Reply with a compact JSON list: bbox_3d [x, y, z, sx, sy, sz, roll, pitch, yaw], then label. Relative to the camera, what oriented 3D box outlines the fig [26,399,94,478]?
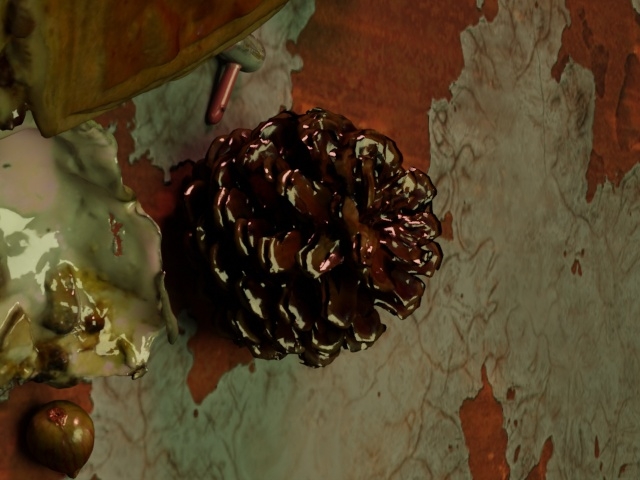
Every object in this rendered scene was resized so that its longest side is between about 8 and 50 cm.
[{"bbox_3d":[-0.187,0.152,1.401,0.083,0.050,0.050,81,29,-53],"label":"fig"}]

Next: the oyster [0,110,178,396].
[{"bbox_3d":[-0.227,-0.023,1.283,0.201,0.107,0.354,-36,135,-13],"label":"oyster"}]

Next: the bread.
[{"bbox_3d":[-0.125,-0.239,1.184,0.324,0.167,0.277,-34,146,-36],"label":"bread"}]

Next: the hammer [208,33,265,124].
[{"bbox_3d":[-0.076,-0.135,1.571,0.052,0.031,0.083,31,76,-51],"label":"hammer"}]

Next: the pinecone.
[{"bbox_3d":[0.000,0.000,1.534,0.221,0.221,0.221,-5,96,-57],"label":"pinecone"}]
